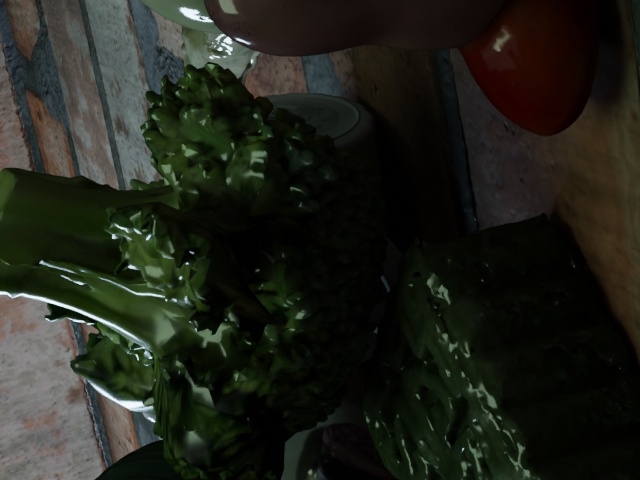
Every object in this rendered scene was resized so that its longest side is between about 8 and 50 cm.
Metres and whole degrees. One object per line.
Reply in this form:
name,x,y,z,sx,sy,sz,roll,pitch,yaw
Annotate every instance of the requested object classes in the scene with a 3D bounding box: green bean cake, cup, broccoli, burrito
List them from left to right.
broccoli,-0.082,0.020,1.431,0.338,0.317,0.277,24,94,42
burrito,-0.079,-0.252,1.807,0.392,0.076,0.117,111,146,-62
cup,0.004,-0.007,1.670,0.167,0.221,0.202,-46,-43,-55
green bean cake,0.136,0.142,1.364,0.241,0.132,0.255,107,144,-56

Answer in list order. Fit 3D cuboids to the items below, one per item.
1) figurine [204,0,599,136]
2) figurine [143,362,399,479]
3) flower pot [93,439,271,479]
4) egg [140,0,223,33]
figurine,0.050,-0.228,1.188,0.211,0.261,0.270,-60,40,30
figurine,-0.023,0.193,1.770,0.361,0.211,0.253,-122,14,-48
flower pot,-0.112,0.255,1.532,0.157,0.243,0.189,-24,98,32
egg,-0.081,-0.286,1.522,0.219,0.219,0.269,108,141,-63
